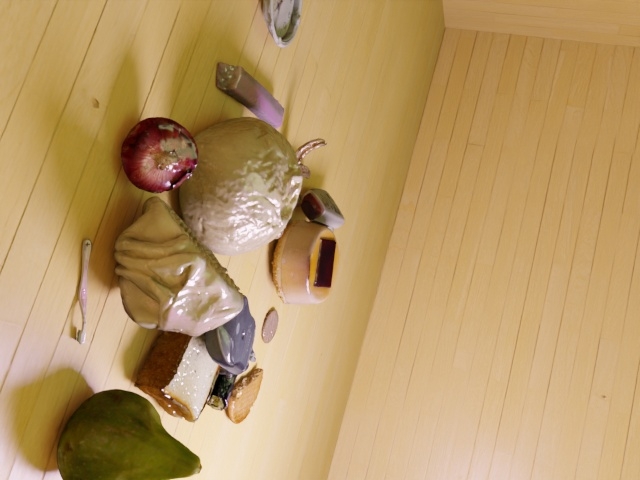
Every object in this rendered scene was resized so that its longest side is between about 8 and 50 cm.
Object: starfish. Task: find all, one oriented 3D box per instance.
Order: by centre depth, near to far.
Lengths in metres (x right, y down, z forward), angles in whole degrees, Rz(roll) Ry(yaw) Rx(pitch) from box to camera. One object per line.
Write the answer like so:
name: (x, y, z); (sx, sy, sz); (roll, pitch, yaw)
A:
starfish: (-0.086, -0.180, 2.037); (0.327, 0.094, 0.375); (-65, 175, 32)

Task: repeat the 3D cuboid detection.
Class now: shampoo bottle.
shampoo bottle: (-0.008, -0.109, 2.264); (0.153, 0.071, 0.284); (57, 17, 7)

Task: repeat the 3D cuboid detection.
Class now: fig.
fig: (-0.360, 0.408, 1.279); (0.206, 0.274, 0.206); (13, 90, -72)

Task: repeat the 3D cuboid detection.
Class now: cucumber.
cucumber: (-0.261, 0.369, 1.925); (0.067, 0.067, 0.245); (73, 31, -57)

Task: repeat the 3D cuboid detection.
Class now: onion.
onion: (-0.326, -0.174, 1.317); (0.150, 0.140, 0.150); (-9, 111, -25)

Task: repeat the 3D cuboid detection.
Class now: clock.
clock: (-0.106, -0.635, 1.752); (0.236, 0.053, 0.237); (12, 90, -75)

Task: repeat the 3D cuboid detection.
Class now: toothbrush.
toothbrush: (-0.442, 0.097, 1.240); (0.017, 0.022, 0.204); (-7, 108, -55)

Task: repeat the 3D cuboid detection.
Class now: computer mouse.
computer mouse: (-0.217, 0.242, 1.618); (0.379, 0.090, 0.167); (78, 22, -63)

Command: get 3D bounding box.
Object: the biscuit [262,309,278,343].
biscuit: (-0.168, 0.289, 2.229); (0.120, 0.015, 0.120); (12, 90, -72)

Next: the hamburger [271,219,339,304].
hamburger: (-0.058, 0.076, 2.185); (0.302, 0.170, 0.302); (6, 90, -66)

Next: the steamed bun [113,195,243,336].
steamed bun: (-0.314, 0.074, 1.324); (0.207, 0.268, 0.280); (-40, 139, -6)

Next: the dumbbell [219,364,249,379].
dumbbell: (-0.251, 0.260, 1.829); (0.110, 0.110, 0.255); (-22, 116, -69)

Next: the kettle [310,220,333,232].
kettle: (0.005, 0.001, 2.451); (0.126, 0.098, 0.148); (-24, 121, -62)

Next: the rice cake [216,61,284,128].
rice cake: (-0.172, -0.372, 1.720); (0.365, 0.056, 0.073); (26, 75, -73)

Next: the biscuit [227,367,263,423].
biscuit: (-0.243, 0.503, 2.107); (0.224, 0.033, 0.145); (-39, 140, -63)

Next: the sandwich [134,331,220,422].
sandwich: (-0.317, 0.271, 1.622); (0.271, 0.099, 0.301); (81, 24, -57)

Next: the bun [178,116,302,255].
bun: (-0.175, -0.130, 1.585); (0.352, 0.227, 0.349); (69, 39, -57)
